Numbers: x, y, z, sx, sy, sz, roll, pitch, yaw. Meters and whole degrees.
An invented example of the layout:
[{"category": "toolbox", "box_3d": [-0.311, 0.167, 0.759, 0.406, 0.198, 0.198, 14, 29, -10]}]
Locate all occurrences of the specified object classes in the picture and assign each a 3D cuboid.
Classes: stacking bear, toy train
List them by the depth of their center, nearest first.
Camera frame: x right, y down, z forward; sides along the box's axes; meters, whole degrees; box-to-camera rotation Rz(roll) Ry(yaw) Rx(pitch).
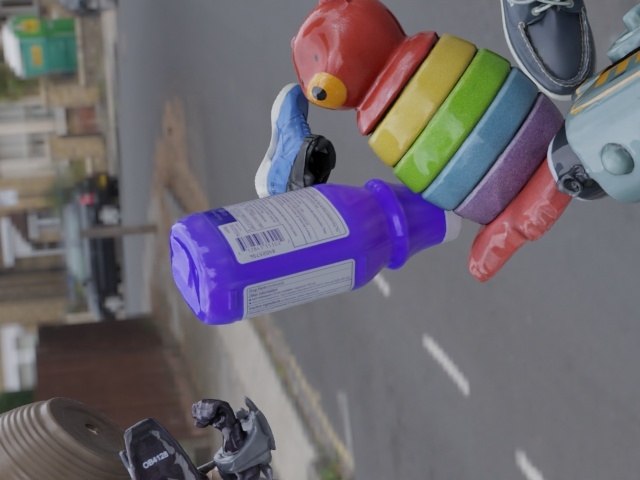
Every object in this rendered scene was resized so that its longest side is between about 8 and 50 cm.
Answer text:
[{"category": "toy train", "box_3d": [0.303, -0.128, 1.070, 0.142, 0.190, 0.334, 51, 150, -5]}, {"category": "stacking bear", "box_3d": [0.100, -0.124, 1.323, 0.164, 0.289, 0.175, -56, 3, -30]}]

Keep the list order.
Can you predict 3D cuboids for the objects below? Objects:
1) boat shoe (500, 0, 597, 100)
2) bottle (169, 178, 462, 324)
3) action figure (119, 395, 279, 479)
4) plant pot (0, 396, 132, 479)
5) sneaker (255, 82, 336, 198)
[{"category": "boat shoe", "box_3d": [0.239, -0.276, 1.515, 0.079, 0.095, 0.255, 72, -172, -72]}, {"category": "bottle", "box_3d": [0.000, 0.000, 1.364, 0.118, 0.282, 0.092, 48, 146, 49]}, {"category": "action figure", "box_3d": [-0.106, 0.171, 0.893, 0.099, 0.185, 0.285, 49, 174, 1]}, {"category": "plant pot", "box_3d": [-0.283, 0.254, 1.576, 0.110, 0.237, 0.237, -56, 21, 10]}, {"category": "sneaker", "box_3d": [-0.015, -0.112, 1.574, 0.058, 0.084, 0.152, 51, -134, -46]}]
